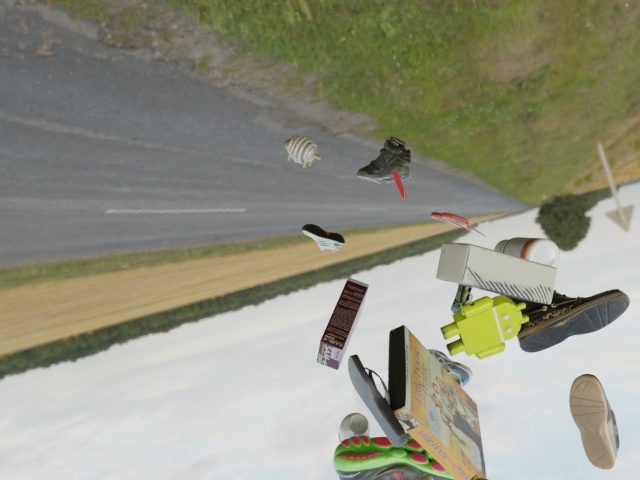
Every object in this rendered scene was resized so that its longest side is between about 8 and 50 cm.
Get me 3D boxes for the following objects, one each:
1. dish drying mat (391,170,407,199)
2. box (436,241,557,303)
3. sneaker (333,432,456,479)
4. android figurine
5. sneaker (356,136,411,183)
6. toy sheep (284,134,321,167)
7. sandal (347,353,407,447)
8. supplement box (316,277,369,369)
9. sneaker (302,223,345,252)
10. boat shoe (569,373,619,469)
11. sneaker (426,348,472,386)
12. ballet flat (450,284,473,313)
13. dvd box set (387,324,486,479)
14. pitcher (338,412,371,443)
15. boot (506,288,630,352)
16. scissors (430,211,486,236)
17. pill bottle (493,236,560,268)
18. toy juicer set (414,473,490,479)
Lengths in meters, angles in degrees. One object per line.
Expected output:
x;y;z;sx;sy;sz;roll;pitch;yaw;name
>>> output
0.223;-0.156;1.774;0.008;0.083;0.032;-20;-179;32;dish drying mat
0.420;0.078;1.497;0.275;0.094;0.113;13;176;-23;box
0.287;0.844;2.361;0.482;0.202;0.185;4;-148;1;sneaker
0.515;0.269;1.963;0.272;0.248;0.056;-21;-144;3;android figurine
0.208;-0.254;2.021;0.087;0.130;0.227;16;168;-32;sneaker
-0.053;-0.271;1.901;0.132;0.091;0.091;26;-167;19;toy sheep
0.148;0.404;1.614;0.054;0.254;0.097;-26;166;-22;sandal
0.066;0.243;1.851;0.073;0.239;0.130;19;142;9;supplement box
0.000;0.000;2.149;0.161;0.057;0.075;18;128;-24;sneaker
0.782;0.502;1.783;0.102;0.285;0.092;-11;-171;43;boat shoe
0.427;0.449;2.215;0.211;0.080;0.081;19;-154;21;sneaker
0.509;0.172;2.181;0.070;0.188;0.070;13;-176;-1;ballet flat
0.336;0.481;1.811;0.062;0.420;0.308;-30;-153;25;dvd box set
0.134;0.802;2.542;0.125;0.178;0.207;2;144;-11;pitcher
0.809;0.198;2.142;0.377;0.138;0.284;-28;-143;11;boot
0.461;-0.041;1.953;0.297;0.021;0.109;19;173;-36;scissors
0.669;0.050;2.063;0.121;0.121;0.221;-15;-175;-15;pill bottle
0.307;0.559;1.393;0.329;0.090;0.209;6;-169;25;toy juicer set
